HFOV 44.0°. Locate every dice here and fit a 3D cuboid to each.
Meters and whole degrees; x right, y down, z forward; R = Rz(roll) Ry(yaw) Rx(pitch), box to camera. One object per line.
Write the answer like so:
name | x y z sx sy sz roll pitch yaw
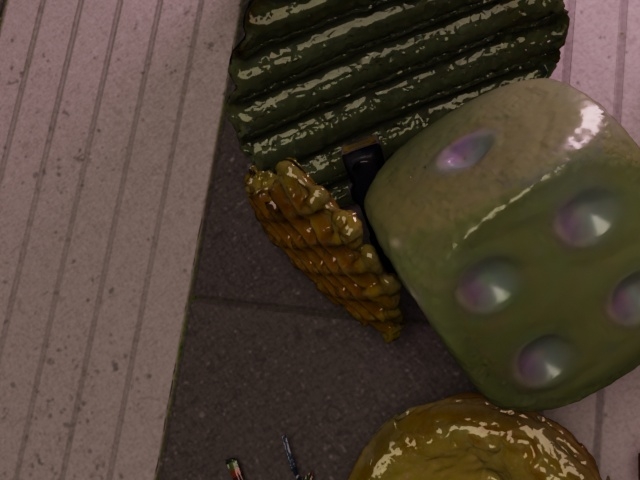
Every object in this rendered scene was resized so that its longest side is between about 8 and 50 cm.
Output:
dice | 0.210 -0.002 0.828 0.252 0.250 0.254 -33 26 7

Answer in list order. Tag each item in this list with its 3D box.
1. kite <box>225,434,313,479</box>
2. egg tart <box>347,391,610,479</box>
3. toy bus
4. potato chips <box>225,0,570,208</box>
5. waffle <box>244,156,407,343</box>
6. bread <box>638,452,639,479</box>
kite | -0.079 0.343 0.979 0.183 0.010 0.160 -30 75 7
egg tart | 0.169 0.324 0.875 0.315 0.120 0.315 -4 75 13
toy bus | 0.074 -0.043 0.975 0.057 0.072 0.172 -18 116 8
potato chips | 0.082 -0.212 0.936 0.429 0.358 0.070 -21 40 10
waffle | -0.001 0.002 0.920 0.291 0.291 0.051 42 76 18
bread | 0.392 0.248 0.867 0.085 0.085 0.053 8 73 14
